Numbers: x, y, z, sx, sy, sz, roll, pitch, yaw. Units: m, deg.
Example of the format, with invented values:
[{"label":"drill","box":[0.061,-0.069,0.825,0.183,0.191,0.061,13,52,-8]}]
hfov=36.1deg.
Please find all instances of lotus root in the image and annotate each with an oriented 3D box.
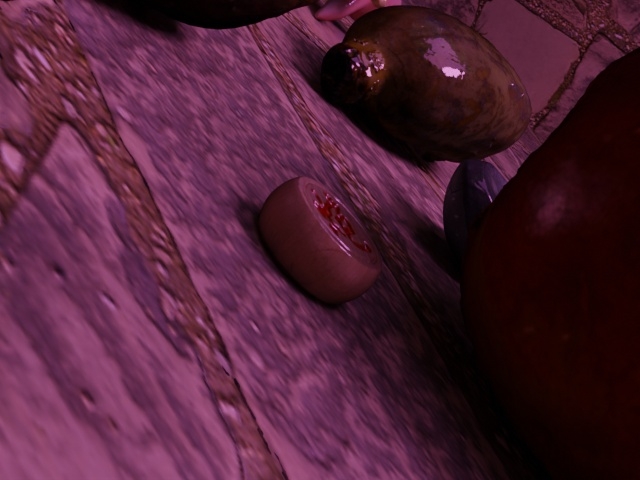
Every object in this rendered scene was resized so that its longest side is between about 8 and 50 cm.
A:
[{"label":"lotus root","box":[0.118,-0.166,1.062,0.309,0.173,0.173,9,42,-54]}]

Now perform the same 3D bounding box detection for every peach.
[{"label":"peach","box":[0.296,0.077,0.681,0.416,0.353,0.339,44,-27,4]}]

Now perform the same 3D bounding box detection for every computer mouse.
[{"label":"computer mouse","box":[0.171,0.014,0.937,0.229,0.068,0.113,50,32,-36]}]

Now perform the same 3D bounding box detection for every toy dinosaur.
[{"label":"toy dinosaur","box":[0.047,-0.320,1.320,0.194,0.152,0.177,-30,118,-64]}]

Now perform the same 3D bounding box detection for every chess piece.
[{"label":"chess piece","box":[0.000,0.000,0.597,0.084,0.038,0.083,41,19,-17]}]

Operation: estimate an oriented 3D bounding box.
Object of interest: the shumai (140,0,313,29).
[{"label":"shumai","box":[-0.066,-0.292,0.677,0.263,0.304,0.309,62,23,3]}]
